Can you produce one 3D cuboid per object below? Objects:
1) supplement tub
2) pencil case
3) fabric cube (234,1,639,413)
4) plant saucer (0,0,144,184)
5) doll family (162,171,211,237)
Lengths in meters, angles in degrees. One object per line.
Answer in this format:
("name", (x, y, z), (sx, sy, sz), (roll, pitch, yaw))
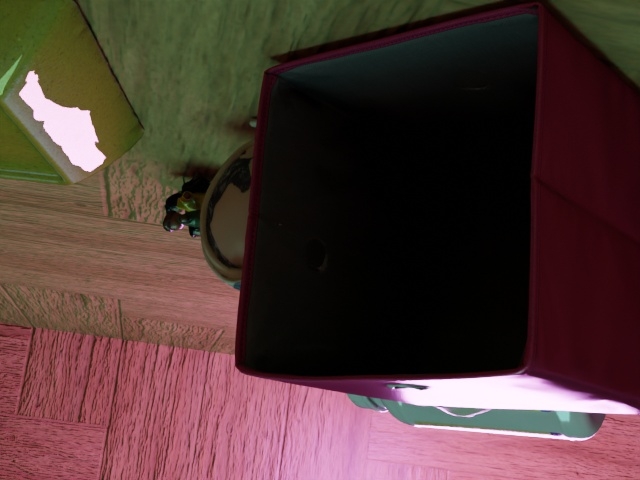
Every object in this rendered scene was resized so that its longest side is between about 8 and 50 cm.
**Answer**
("supplement tub", (0.213, 0.140, 1.355), (0.331, 0.241, 0.241), (0, 165, 28))
("pencil case", (0.059, 0.036, 1.039), (0.160, 0.183, 0.410), (-17, 144, 36))
("fabric cube", (0.117, 0.001, 0.794), (0.254, 0.259, 0.258), (-5, 163, 38))
("plant saucer", (-0.351, -0.130, 0.873), (0.333, 0.081, 0.333), (6, 167, 2))
("doll family", (-0.128, -0.032, 1.177), (0.111, 0.076, 0.193), (-1, 168, 12))
